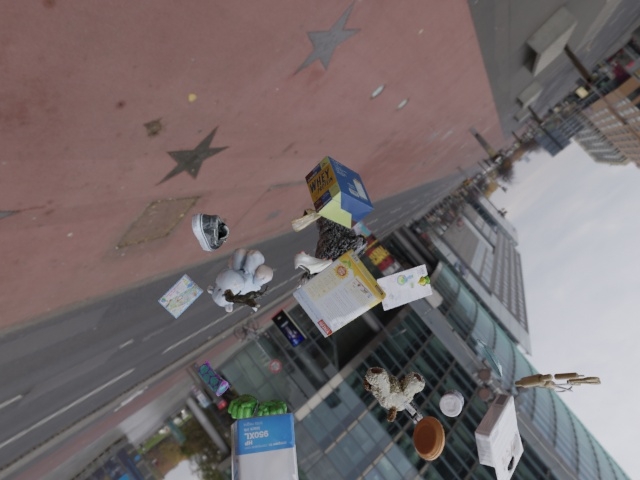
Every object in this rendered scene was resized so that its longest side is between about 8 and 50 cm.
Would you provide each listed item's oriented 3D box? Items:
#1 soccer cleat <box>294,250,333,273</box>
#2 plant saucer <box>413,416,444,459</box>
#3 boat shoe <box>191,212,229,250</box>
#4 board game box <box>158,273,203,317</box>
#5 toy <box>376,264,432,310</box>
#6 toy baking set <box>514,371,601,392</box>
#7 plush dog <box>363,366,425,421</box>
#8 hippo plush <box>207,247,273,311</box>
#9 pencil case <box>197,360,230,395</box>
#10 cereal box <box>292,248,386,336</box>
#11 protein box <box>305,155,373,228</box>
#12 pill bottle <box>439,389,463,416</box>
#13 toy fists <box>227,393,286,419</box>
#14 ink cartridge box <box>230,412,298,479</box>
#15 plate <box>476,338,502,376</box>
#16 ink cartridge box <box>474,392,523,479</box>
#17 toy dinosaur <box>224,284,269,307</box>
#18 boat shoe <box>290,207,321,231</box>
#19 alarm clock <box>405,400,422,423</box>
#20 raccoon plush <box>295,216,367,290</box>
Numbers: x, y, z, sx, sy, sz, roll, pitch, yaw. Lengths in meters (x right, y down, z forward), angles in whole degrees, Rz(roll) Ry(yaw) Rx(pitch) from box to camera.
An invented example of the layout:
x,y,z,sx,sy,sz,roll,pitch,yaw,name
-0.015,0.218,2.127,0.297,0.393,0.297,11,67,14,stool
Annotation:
x,y,z,sx,sy,sz,roll,pitch,yaw,name
-0.014,0.102,1.680,0.068,0.196,0.076,-31,-134,62,soccer cleat
0.527,0.975,2.110,0.200,0.037,0.200,-43,-146,39,plant saucer
-0.445,-0.026,1.800,0.119,0.121,0.335,1,168,-1,boat shoe
-0.574,0.229,1.754,0.154,0.103,0.026,-45,-176,0,board game box
0.355,0.198,1.833,0.237,0.137,0.056,-15,-177,-13,toy
0.673,0.415,1.224,0.256,0.196,0.030,118,-20,-62,toy baking set
0.312,0.673,1.910,0.225,0.262,0.211,121,-23,-84,plush dog
-0.382,0.175,1.854,0.236,0.234,0.294,-21,149,-49,hippo plush
-0.447,0.575,1.777,0.064,0.151,0.070,14,103,-55,pencil case
0.051,0.161,1.269,0.240,0.173,0.047,-38,177,29,cereal box
0.073,-0.188,1.681,0.199,0.201,0.136,22,129,-41,protein box
0.421,0.514,1.359,0.067,0.067,0.120,-41,159,12,pill bottle
-0.301,0.807,2.033,0.142,0.279,0.096,-33,129,-75,toy fists
-0.164,0.725,1.228,0.166,0.395,0.285,0,154,-16,ink cartridge box
0.770,0.526,1.925,0.024,0.188,0.188,-30,173,4,plate
0.727,0.815,1.726,0.066,0.261,0.296,-6,-170,42,ink cartridge box
-0.254,0.210,1.567,0.118,0.064,0.268,-21,-167,-36,toy dinosaur
-0.046,-0.100,1.700,0.170,0.059,0.063,-37,-170,-26,boat shoe
0.501,0.926,2.328,0.064,0.129,0.192,-36,166,-3,alarm clock
0.000,0.000,1.858,0.446,0.299,0.216,-27,158,-45,raccoon plush
